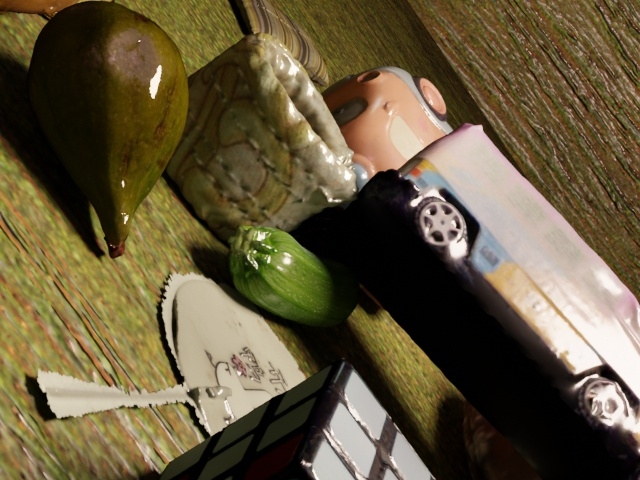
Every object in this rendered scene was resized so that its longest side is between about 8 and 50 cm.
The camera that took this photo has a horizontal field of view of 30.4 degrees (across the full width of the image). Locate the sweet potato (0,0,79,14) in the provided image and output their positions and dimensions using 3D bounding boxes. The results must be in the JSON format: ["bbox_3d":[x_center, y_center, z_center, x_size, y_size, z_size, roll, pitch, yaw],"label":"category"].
[{"bbox_3d":[-0.256,-0.226,0.942,0.106,0.095,0.354,60,19,-4],"label":"sweet potato"}]

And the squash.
[{"bbox_3d":[-0.024,0.038,1.129,0.219,0.068,0.077,33,73,-58],"label":"squash"}]

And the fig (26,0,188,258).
[{"bbox_3d":[-0.180,-0.091,0.925,0.126,0.185,0.133,21,-13,5],"label":"fig"}]

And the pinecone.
[{"bbox_3d":[0.000,0.000,1.262,0.077,0.077,0.083,37,37,-46],"label":"pinecone"}]

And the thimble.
[{"bbox_3d":[-0.061,-0.089,1.134,0.190,0.143,0.137,57,17,1],"label":"thimble"}]

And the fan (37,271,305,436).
[{"bbox_3d":[-0.086,0.119,0.919,0.233,0.012,0.414,60,17,15],"label":"fan"}]

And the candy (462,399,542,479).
[{"bbox_3d":[0.255,0.248,1.364,0.214,0.157,0.289,59,11,-11],"label":"candy"}]

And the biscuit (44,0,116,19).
[{"bbox_3d":[-0.246,-0.262,1.157,0.144,0.016,0.203,34,29,-51],"label":"biscuit"}]

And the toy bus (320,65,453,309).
[{"bbox_3d":[0.076,-0.048,1.391,0.288,0.194,0.232,54,30,-9],"label":"toy bus"}]

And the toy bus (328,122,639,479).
[{"bbox_3d":[0.202,0.067,1.173,0.162,0.171,0.386,-40,86,-28],"label":"toy bus"}]

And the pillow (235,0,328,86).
[{"bbox_3d":[-0.058,-0.299,1.685,0.203,0.038,0.113,25,36,-58],"label":"pillow"}]

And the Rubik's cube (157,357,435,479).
[{"bbox_3d":[-0.014,0.198,0.731,0.161,0.162,0.163,53,19,-8],"label":"Rubik's cube"}]
